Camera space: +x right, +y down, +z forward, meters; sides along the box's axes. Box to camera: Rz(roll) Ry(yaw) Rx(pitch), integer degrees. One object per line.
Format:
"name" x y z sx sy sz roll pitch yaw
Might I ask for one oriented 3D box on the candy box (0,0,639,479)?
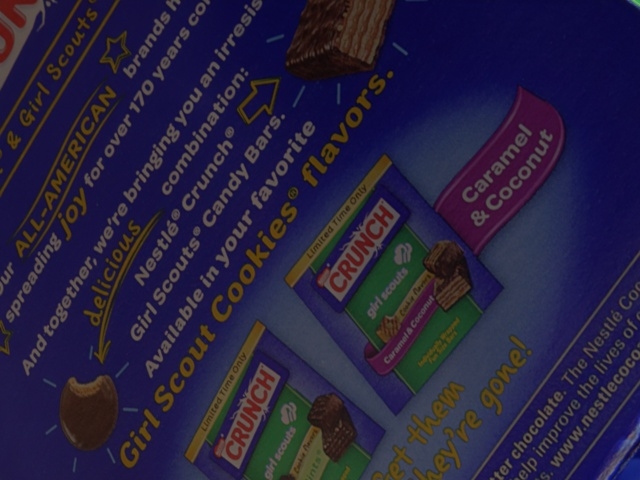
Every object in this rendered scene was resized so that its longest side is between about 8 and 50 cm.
"candy box" 0.000 0.000 0.588 0.122 0.317 0.268 13 116 -52
